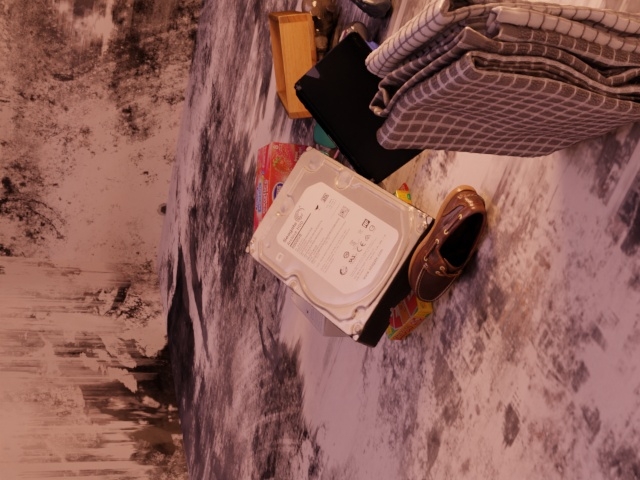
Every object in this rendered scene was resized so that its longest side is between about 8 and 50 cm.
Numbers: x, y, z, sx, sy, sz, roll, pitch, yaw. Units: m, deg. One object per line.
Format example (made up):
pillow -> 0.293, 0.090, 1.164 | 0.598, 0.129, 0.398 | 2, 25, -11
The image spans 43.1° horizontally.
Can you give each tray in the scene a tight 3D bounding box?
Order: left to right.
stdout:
tray -> -0.061, -0.405, 1.813 | 0.411, 0.076, 0.202 | -109, 12, -72

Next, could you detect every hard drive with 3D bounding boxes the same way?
hard drive -> 0.031, -0.001, 1.403 | 0.339, 0.064, 0.237 | 37, 96, 44

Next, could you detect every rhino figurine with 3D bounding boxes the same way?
rhino figurine -> -0.004, -0.506, 1.863 | 0.106, 0.073, 0.243 | 125, 142, -72

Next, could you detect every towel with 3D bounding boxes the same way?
towel -> 0.214, -0.171, 0.898 | 0.235, 0.284, 0.121 | 163, 109, -70

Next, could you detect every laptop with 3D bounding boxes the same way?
laptop -> 0.074, -0.228, 1.471 | 0.234, 0.136, 0.264 | 52, -178, -4

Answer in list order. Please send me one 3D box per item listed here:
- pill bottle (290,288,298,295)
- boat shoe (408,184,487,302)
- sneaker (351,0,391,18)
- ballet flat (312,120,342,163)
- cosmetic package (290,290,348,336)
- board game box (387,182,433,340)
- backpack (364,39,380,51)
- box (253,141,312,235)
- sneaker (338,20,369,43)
pill bottle -> 0.000, 0.000, 1.577 | 0.208, 0.117, 0.117 | -44, 28, 2
boat shoe -> 0.191, 0.018, 1.228 | 0.073, 0.073, 0.207 | -109, 30, -51
sneaker -> 0.072, -0.553, 1.615 | 0.122, 0.110, 0.283 | -44, 52, 16
ballet flat -> 0.023, -0.200, 1.735 | 0.077, 0.079, 0.221 | 22, 116, 23
cosmetic package -> 0.012, 0.108, 1.690 | 0.231, 0.085, 0.117 | -145, 62, -65
board game box -> 0.138, 0.033, 1.435 | 0.124, 0.039, 0.259 | 125, 147, -53
backpack -> 0.082, -0.304, 1.516 | 0.120, 0.101, 0.098 | -51, 27, 20
box -> -0.084, -0.097, 1.932 | 0.128, 0.123, 0.257 | 176, 98, -71
sneaker -> 0.087, -0.319, 1.609 | 0.098, 0.083, 0.223 | 20, 111, 49
